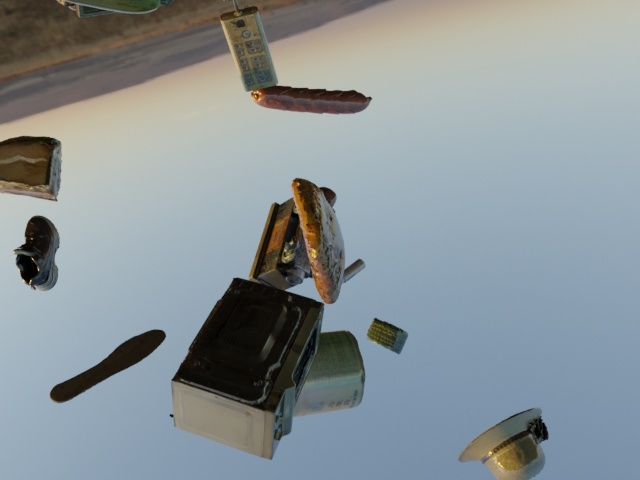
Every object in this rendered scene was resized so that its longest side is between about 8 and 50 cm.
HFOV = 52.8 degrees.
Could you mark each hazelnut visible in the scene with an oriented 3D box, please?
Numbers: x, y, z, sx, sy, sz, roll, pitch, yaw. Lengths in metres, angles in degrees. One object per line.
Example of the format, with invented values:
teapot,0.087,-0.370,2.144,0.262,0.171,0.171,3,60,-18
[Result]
hazelnut,0.007,-0.117,1.887,0.086,0.086,0.086,-14,-161,5

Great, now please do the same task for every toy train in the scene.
toy train,-0.072,0.003,1.782,0.202,0.131,0.299,-26,-141,44

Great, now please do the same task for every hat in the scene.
hat,0.489,0.547,1.635,0.257,0.257,0.130,-21,-122,-15

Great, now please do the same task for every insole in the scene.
insole,-0.572,0.337,1.762,0.348,0.009,0.119,-31,-146,-34

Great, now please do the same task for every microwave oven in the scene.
microwave oven,-0.167,0.287,1.548,0.286,0.218,0.355,17,-138,10

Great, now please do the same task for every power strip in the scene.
power strip,-0.174,-0.473,1.563,0.092,0.268,0.034,-11,-127,4

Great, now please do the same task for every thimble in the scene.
thimble,0.241,0.342,2.308,0.135,0.090,0.118,23,175,30

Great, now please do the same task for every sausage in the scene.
sausage,-0.020,-0.465,2.137,0.433,0.088,0.088,-2,-167,-23

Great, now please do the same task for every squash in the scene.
squash,-0.353,-0.395,0.991,0.258,0.069,0.069,7,-170,-23

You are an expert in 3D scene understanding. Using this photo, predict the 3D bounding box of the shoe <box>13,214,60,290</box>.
shoe,-0.625,0.027,1.400,0.071,0.169,0.099,-5,177,10

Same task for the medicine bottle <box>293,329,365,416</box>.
medicine bottle,-0.101,0.390,1.849,0.406,0.235,0.236,-4,-165,-19

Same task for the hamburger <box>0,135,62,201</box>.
hamburger,-0.739,-0.177,1.569,0.208,0.155,0.135,-1,164,-9

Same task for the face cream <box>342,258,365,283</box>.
face cream,0.075,0.099,1.859,0.130,0.034,0.034,-35,-154,-31

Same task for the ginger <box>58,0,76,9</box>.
ginger,-0.657,-0.648,1.628,0.073,0.162,0.103,-53,177,10

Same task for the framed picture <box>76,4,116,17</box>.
framed picture,-0.477,-0.693,1.537,0.240,0.324,0.020,-21,-121,-27

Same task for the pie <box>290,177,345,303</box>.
pie,0.001,-0.001,1.310,0.069,0.273,0.273,-17,-162,10
